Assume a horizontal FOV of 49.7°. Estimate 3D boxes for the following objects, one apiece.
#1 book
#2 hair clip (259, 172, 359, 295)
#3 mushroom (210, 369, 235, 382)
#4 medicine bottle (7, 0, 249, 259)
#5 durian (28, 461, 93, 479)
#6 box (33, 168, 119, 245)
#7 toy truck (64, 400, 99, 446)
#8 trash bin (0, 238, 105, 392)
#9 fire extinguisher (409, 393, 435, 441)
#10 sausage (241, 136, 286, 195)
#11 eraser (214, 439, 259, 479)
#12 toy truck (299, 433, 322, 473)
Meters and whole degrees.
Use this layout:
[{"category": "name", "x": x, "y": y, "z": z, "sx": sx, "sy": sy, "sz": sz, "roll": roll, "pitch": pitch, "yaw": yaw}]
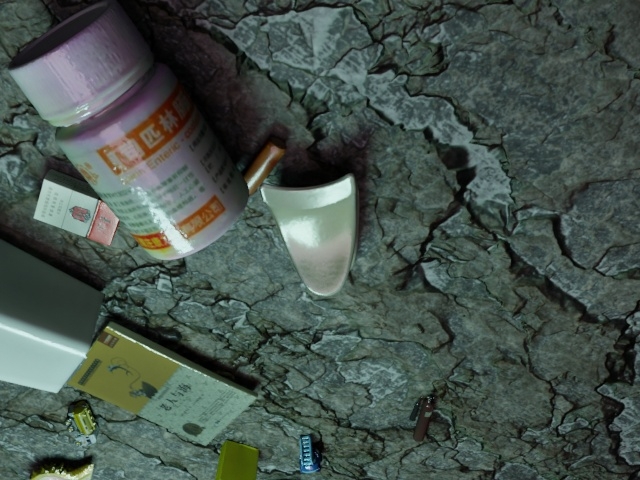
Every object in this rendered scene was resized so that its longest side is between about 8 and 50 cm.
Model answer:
[{"category": "book", "x": -0.374, "y": 0.347, "z": 1.625, "sx": 0.389, "sy": 0.032, "sz": 0.269, "roll": 29, "pitch": 128, "yaw": -17}, {"category": "hair clip", "x": 0.000, "y": -0.015, "z": 1.310, "sx": 0.172, "sy": 0.113, "sz": 0.282, "roll": -7, "pitch": 121, "yaw": 7}, {"category": "mushroom", "x": -0.249, "y": 0.325, "z": 1.622, "sx": 0.101, "sy": 0.019, "sz": 0.049, "roll": -4, "pitch": 127, "yaw": 13}, {"category": "medicine bottle", "x": -0.299, "y": -0.172, "z": 1.127, "sx": 0.219, "sy": 0.219, "sz": 0.388, "roll": -21, "pitch": 122, "yaw": 17}, {"category": "durian", "x": -0.684, "y": 0.632, "z": 1.841, "sx": 0.224, "sy": 0.078, "sz": 0.140, "roll": -30, "pitch": 109, "yaw": 10}, {"category": "box", "x": -0.459, "y": -0.062, "z": 1.323, "sx": 0.152, "sy": 0.048, "sz": 0.100, "roll": 23, "pitch": 126, "yaw": -12}, {"category": "toy truck", "x": -0.589, "y": 0.454, "z": 1.713, "sx": 0.062, "sy": 0.052, "sz": 0.123, "roll": -8, "pitch": 125, "yaw": 1}, {"category": "trash bin", "x": -0.643, "y": 0.154, "z": 1.355, "sx": 0.367, "sy": 0.296, "sz": 0.256, "roll": 28, "pitch": 122, "yaw": -25}, {"category": "fire extinguisher", "x": 0.244, "y": 0.422, "z": 1.671, "sx": 0.049, "sy": 0.035, "sz": 0.173, "roll": 31, "pitch": 133, "yaw": 27}, {"category": "sausage", "x": -0.111, "y": -0.132, "z": 1.258, "sx": 0.039, "sy": 0.041, "sz": 0.131, "roll": 28, "pitch": 123, "yaw": -24}, {"category": "eraser", "x": -0.209, "y": 0.576, "z": 1.745, "sx": 0.097, "sy": 0.122, "sz": 0.045, "roll": 23, "pitch": 126, "yaw": -14}, {"category": "toy truck", "x": -0.030, "y": 0.538, "z": 1.748, "sx": 0.056, "sy": 0.073, "sz": 0.090, "roll": -8, "pitch": 113, "yaw": 8}]
